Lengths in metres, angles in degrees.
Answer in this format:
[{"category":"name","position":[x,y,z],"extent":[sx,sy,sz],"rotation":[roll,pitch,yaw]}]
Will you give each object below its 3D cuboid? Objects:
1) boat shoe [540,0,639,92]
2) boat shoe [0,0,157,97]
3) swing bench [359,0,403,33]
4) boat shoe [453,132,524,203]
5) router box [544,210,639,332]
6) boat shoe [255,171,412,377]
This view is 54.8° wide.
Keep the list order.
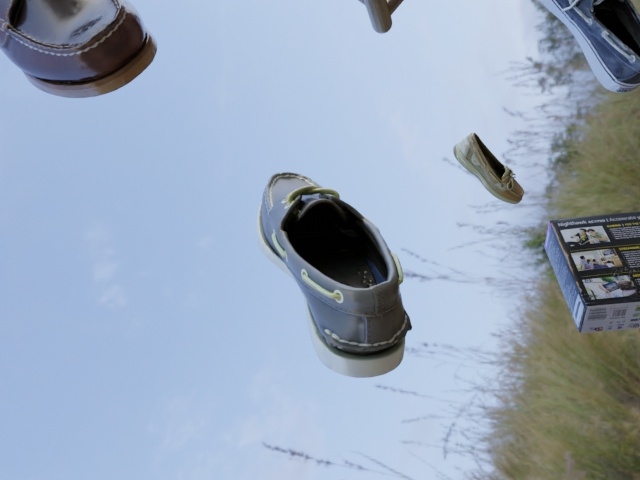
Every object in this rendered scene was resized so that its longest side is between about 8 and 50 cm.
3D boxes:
[{"category":"boat shoe","position":[0.453,-0.394,1.020],"extent":[0.105,0.113,0.306],"rotation":[100,151,-74]},{"category":"boat shoe","position":[-0.178,-0.148,0.378],"extent":[0.073,0.207,0.073],"rotation":[-46,-39,-19]},{"category":"swing bench","position":[0.068,-0.349,0.464],"extent":[0.253,0.165,0.254],"rotation":[-51,-9,-4]},{"category":"boat shoe","position":[0.294,-0.120,1.044],"extent":[0.153,0.048,0.056],"rotation":[40,-137,-10]},{"category":"router box","position":[0.346,0.027,0.650],"extent":[0.133,0.179,0.046],"rotation":[-90,-7,-48]},{"category":"boat shoe","position":[0.004,-0.001,0.615],"extent":[0.109,0.305,0.091],"rotation":[-9,-55,-15]}]
